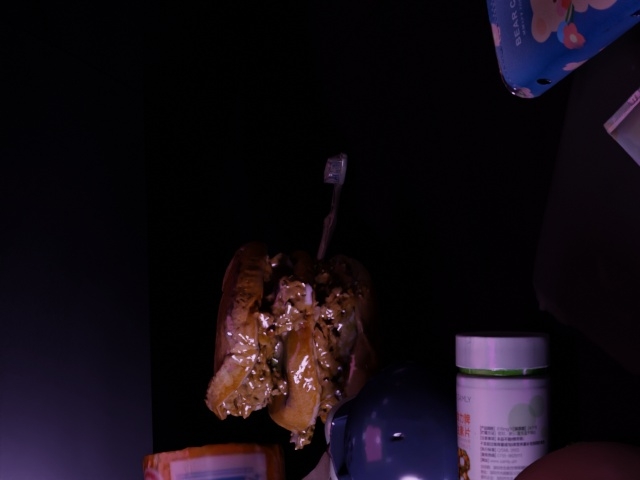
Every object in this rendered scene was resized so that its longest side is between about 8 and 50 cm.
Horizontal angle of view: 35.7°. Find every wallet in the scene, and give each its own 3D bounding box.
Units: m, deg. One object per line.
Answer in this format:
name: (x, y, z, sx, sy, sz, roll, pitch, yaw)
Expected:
wallet: (0.190, -0.203, 0.722, 0.202, 0.059, 0.141, 143, 120, -70)
wallet: (0.242, -0.090, 0.734, 0.197, 0.051, 0.377, -126, 39, -59)

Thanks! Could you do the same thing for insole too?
insole: (-0.011, 0.373, 1.483, 0.192, 0.010, 0.063, 113, 150, -48)

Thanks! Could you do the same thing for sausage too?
sausage: (-0.159, 0.474, 1.571, 0.233, 0.233, 0.287, 137, 128, -64)

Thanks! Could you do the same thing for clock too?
clock: (0.086, 0.216, 1.037, 0.243, 0.147, 0.199, 130, 141, -71)

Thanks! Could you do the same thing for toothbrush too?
toothbrush: (0.005, 0.000, 1.422, 0.026, 0.028, 0.294, -113, 25, -50)

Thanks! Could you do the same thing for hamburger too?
hamburger: (-0.040, 0.135, 1.274, 0.245, 0.211, 0.260, 177, 98, -77)

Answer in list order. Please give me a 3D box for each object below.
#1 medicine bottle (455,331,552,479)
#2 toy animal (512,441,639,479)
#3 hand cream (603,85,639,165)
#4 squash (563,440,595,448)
medicine bottle: (0.165, 0.175, 0.891, 0.086, 0.086, 0.183, 171, 98, -70)
toy animal: (0.216, 0.251, 0.605, 0.326, 0.237, 0.269, -109, 16, -47)
hand cream: (0.254, -0.035, 0.631, 0.174, 0.047, 0.076, 59, 134, 23)
squash: (0.202, 0.266, 0.814, 0.077, 0.068, 0.219, -99, 13, -74)
